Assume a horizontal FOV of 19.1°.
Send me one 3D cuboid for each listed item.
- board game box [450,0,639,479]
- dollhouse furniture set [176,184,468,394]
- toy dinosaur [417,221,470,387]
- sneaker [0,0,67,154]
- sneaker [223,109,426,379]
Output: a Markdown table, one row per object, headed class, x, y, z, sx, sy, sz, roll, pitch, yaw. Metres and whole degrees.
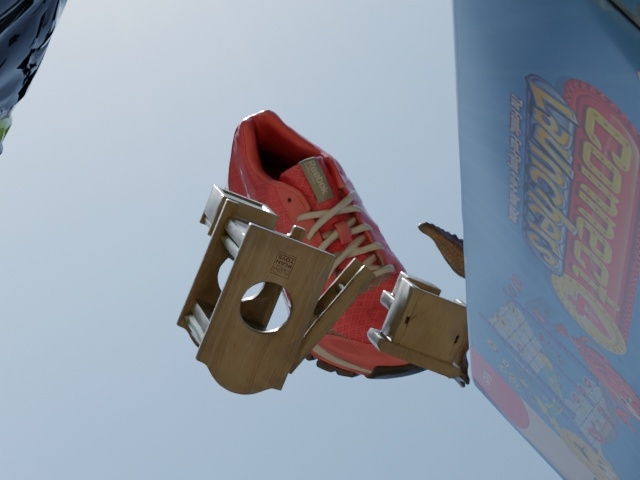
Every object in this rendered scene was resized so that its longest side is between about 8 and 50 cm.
| class | x | y | z | sx | sy | sz | roll | pitch | yaw |
| --- | --- | --- | --- | --- | --- | --- | --- | --- | --- |
| board game box | 0.177 | -0.076 | 0.511 | 0.086 | 0.302 | 0.308 | 47 | -12 | 21 |
| dollhouse furniture set | -0.005 | 0.050 | 1.260 | 0.182 | 0.161 | 0.101 | -138 | -111 | -76 |
| toy dinosaur | 0.216 | 0.061 | 1.427 | 0.296 | 0.200 | 0.127 | 39 | -16 | 16 |
| sneaker | -0.112 | -0.072 | 0.452 | 0.084 | 0.235 | 0.097 | 36 | -89 | 3 |
| sneaker | -0.001 | 0.000 | 1.694 | 0.314 | 0.116 | 0.136 | 47 | -28 | 38 |
